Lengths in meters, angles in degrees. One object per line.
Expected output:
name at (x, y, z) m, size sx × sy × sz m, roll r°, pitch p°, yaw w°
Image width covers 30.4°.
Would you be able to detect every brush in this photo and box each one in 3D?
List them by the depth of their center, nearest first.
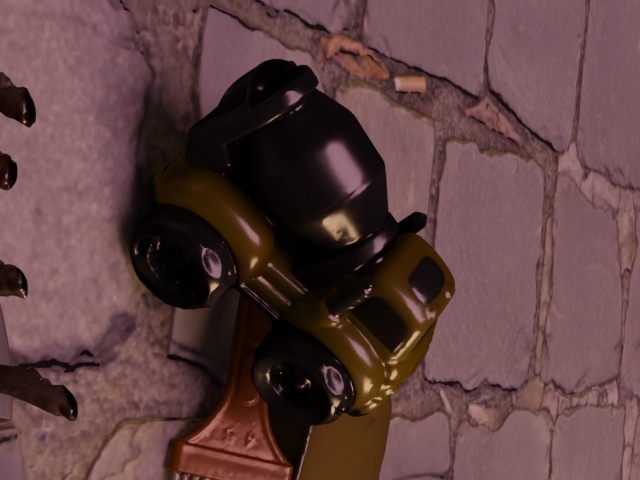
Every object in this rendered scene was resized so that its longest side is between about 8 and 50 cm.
brush at (-0.047, 0.082, 0.841) m, size 0.090 × 0.017 × 0.314 m, roll 17°, pitch 71°, yaw -19°
brush at (-0.010, 0.192, 0.895) m, size 0.123 × 0.059 × 0.197 m, roll 39°, pitch 61°, yaw -53°

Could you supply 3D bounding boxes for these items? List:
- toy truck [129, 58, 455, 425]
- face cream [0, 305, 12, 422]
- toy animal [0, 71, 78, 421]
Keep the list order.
toy truck at (0.000, 0.000, 0.767) m, size 0.224 × 0.165 × 0.147 m, roll 48°, pitch 46°, yaw -6°
face cream at (-0.205, 0.065, 0.555) m, size 0.117 × 0.117 × 0.104 m, roll 17°, pitch 70°, yaw -55°
toy animal at (-0.234, 0.046, 0.471) m, size 0.087 × 0.260 × 0.243 m, roll 75°, pitch 3°, yaw -63°
